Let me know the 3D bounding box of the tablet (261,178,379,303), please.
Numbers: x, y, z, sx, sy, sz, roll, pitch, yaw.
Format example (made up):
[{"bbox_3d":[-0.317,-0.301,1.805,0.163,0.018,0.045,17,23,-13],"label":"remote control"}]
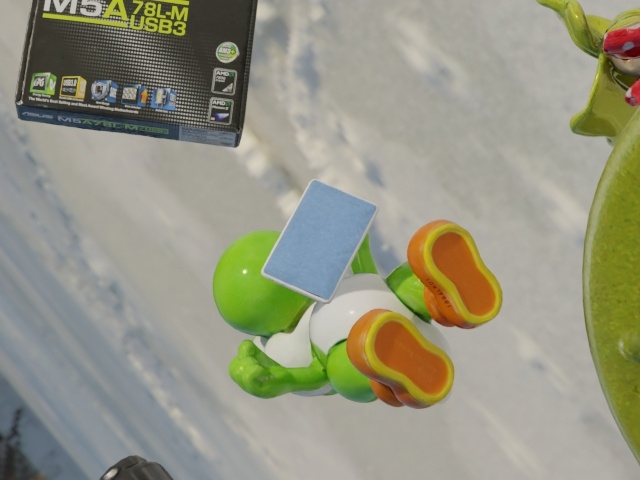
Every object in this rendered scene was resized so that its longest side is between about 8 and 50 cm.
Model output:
[{"bbox_3d":[0.000,0.000,1.067,0.054,0.083,0.006,23,157,12],"label":"tablet"}]

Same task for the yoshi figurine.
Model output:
[{"bbox_3d":[0.000,0.061,1.457,0.362,0.204,0.203,-13,80,63],"label":"yoshi figurine"}]

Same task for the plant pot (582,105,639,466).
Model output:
[{"bbox_3d":[0.289,-0.020,0.620,0.366,0.353,0.366,17,119,34],"label":"plant pot"}]

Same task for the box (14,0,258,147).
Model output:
[{"bbox_3d":[-0.150,-0.179,1.297,0.191,0.184,0.045,8,163,-4],"label":"box"}]

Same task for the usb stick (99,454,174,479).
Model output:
[{"bbox_3d":[-0.031,0.233,0.885,0.278,0.045,0.077,44,177,26],"label":"usb stick"}]

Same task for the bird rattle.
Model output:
[{"bbox_3d":[0.265,-0.160,1.082,0.143,0.207,0.253,60,168,-3],"label":"bird rattle"}]
